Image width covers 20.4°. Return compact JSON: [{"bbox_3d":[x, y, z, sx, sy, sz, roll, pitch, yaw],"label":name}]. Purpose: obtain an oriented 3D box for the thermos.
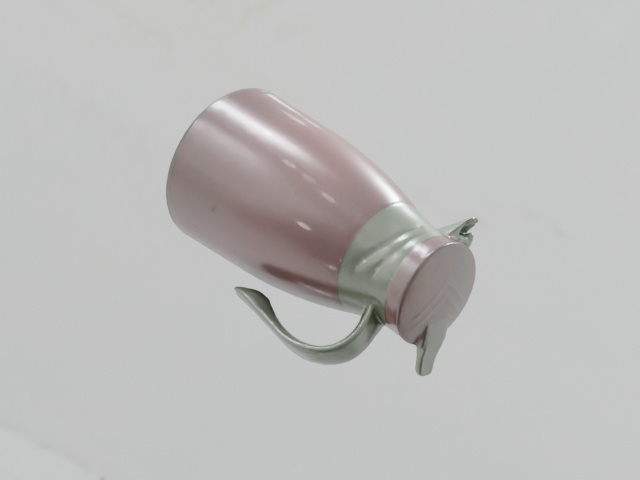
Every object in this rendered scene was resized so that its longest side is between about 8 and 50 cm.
[{"bbox_3d":[0.000,0.000,1.478,0.176,0.265,0.146,-49,-37,-9],"label":"thermos"}]
